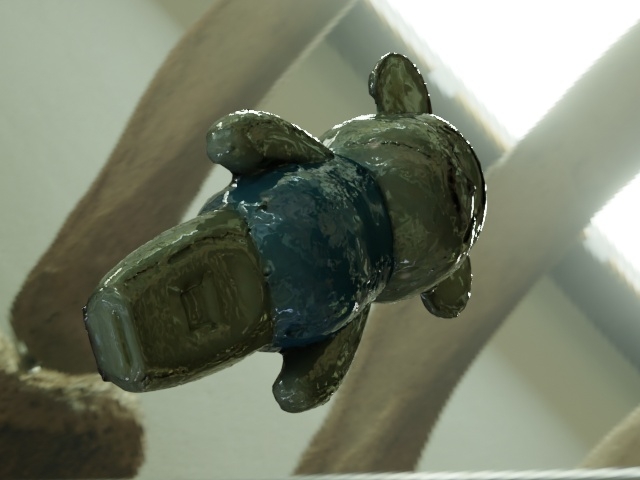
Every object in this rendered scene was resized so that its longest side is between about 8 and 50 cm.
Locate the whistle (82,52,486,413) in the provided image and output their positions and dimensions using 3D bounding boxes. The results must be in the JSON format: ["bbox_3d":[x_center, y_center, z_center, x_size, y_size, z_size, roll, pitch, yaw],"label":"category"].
[{"bbox_3d":[0.000,0.000,0.591,0.236,0.077,0.114,-26,-74,-56],"label":"whistle"}]
